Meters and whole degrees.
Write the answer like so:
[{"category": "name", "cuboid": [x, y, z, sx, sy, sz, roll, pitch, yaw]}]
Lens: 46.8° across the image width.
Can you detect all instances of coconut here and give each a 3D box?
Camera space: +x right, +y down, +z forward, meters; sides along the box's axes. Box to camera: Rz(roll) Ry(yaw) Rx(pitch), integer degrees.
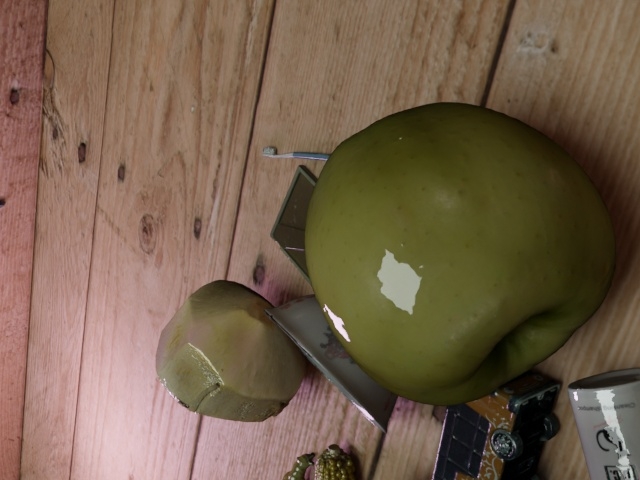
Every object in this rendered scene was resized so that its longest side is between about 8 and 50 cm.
[{"category": "coconut", "cuboid": [-0.197, 0.258, 1.700, 0.353, 0.353, 0.352, 10, 104, 47]}]

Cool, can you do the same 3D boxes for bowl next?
[{"category": "bowl", "cuboid": [0.058, 0.209, 1.481, 0.157, 0.345, 0.345, -44, 53, -7]}]

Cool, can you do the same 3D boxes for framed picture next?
[{"category": "framed picture", "cuboid": [0.000, 0.000, 1.652, 0.289, 0.020, 0.211, 47, 128, 32]}]

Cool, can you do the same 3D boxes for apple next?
[{"category": "apple", "cuboid": [0.193, 0.009, 1.138, 0.474, 0.474, 0.473, 10, 104, 47]}]

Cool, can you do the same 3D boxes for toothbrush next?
[{"category": "toothbrush", "cuboid": [-0.043, -0.194, 1.668, 0.276, 0.019, 0.025, 11, 97, 47]}]

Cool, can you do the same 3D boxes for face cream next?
[{"category": "face cream", "cuboid": [0.483, 0.382, 1.088, 0.145, 0.145, 0.369, -21, 80, 48]}]

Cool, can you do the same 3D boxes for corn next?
[{"category": "corn", "cuboid": [0.041, 0.616, 1.660, 0.097, 0.097, 0.319, 4, 101, 48]}]

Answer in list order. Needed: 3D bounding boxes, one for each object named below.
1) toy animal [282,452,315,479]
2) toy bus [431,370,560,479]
[{"category": "toy animal", "cuboid": [-0.069, 0.607, 1.791, 0.101, 0.103, 0.218, -104, 31, -43]}, {"category": "toy bus", "cuboid": [0.301, 0.350, 1.292, 0.167, 0.139, 0.275, 29, 119, 44]}]
